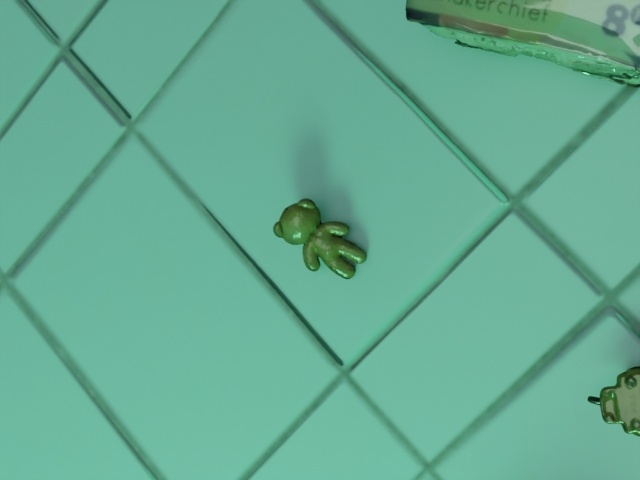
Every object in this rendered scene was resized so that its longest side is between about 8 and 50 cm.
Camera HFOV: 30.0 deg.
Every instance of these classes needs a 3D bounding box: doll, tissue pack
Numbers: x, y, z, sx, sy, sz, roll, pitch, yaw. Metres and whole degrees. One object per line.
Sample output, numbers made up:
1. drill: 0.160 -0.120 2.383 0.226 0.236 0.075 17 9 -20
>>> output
1. doll: -0.001 0.001 1.222 0.093 0.051 0.061 42 100 16
2. tissue pack: 0.234 -0.328 1.071 0.242 0.125 0.343 18 98 22

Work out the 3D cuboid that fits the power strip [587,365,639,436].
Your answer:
1. power strip: 0.391 0.134 1.060 0.305 0.044 0.064 -8 88 22
